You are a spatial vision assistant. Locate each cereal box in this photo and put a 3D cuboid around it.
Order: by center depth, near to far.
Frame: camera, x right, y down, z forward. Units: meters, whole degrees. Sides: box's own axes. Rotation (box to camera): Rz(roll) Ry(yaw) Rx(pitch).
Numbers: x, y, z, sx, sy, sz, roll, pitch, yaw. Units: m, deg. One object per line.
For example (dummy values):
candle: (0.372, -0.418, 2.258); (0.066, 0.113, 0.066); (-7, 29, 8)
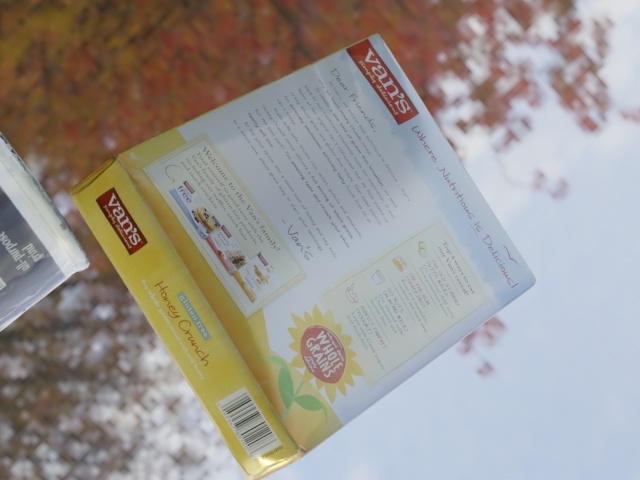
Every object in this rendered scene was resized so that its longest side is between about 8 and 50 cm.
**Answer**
cereal box: (0.000, 0.000, 1.011); (0.047, 0.173, 0.240); (-34, 177, 40)

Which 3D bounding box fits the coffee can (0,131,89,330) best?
coffee can: (-0.269, 0.016, 0.825); (0.275, 0.201, 0.201); (-39, -163, -9)
